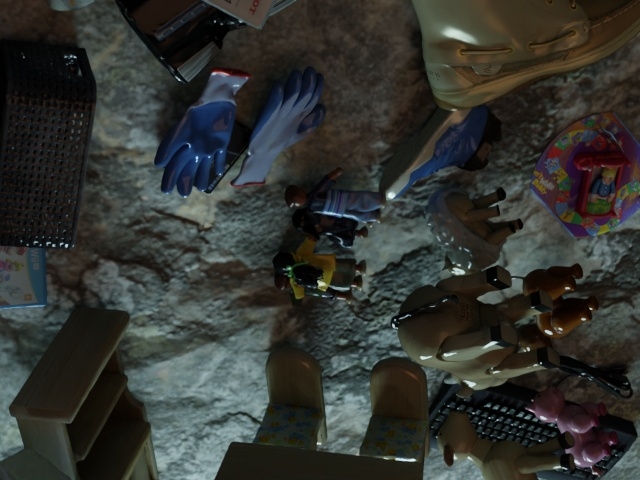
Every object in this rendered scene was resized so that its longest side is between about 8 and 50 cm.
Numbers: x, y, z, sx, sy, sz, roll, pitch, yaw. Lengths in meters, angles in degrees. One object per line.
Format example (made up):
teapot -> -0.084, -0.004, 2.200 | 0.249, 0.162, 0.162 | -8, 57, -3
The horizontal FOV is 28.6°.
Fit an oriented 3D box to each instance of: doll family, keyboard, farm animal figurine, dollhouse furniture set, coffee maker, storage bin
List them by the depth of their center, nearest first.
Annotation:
coffee maker -> -0.111, -0.263, 1.191 | 0.178, 0.120, 0.171 | -34, 100, 2
storage bin -> -0.277, -0.092, 1.220 | 0.084, 0.122, 0.180 | 4, 118, -21
dollhouse furniture set -> -0.095, 0.236, 1.351 | 0.394, 0.362, 0.256 | 4, 125, 14
doll family -> 0.000, 0.000, 1.398 | 0.111, 0.076, 0.193 | 10, 111, -11
farm animal figurine -> 0.192, 0.147, 1.429 | 0.172, 0.330, 0.327 | -20, 133, 32
keyboard -> 0.294, 0.228, 1.655 | 0.317, 0.033, 0.201 | 18, 112, -27

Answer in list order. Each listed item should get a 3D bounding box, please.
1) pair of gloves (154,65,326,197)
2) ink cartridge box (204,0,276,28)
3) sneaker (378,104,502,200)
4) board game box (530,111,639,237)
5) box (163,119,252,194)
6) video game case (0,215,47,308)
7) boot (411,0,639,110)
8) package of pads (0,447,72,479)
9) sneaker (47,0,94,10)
pair of gloves -> -0.076, -0.112, 1.289 | 0.198, 0.023, 0.159 | -5, 135, -45
ink cartridge box -> -0.086, -0.252, 1.106 | 0.122, 0.052, 0.088 | 27, 96, -7
sneaker -> 0.139, -0.089, 1.396 | 0.084, 0.058, 0.152 | 36, 98, -23
board game box -> 0.331, -0.067, 1.488 | 0.133, 0.033, 0.169 | -42, 123, 9
box -> -0.120, -0.098, 1.330 | 0.067, 0.018, 0.083 | 32, 106, -31
video game case -> -0.375, 0.023, 1.322 | 0.166, 0.015, 0.119 | -4, 121, -16
boot -> 0.212, -0.271, 1.293 | 0.262, 0.095, 0.203 | -23, 123, 1
package of pads -> -0.217, 0.366, 1.221 | 0.101, 0.296, 0.229 | -33, 137, -33
sneaker -> -0.291, -0.299, 1.111 | 0.262, 0.099, 0.121 | 43, 137, -17
